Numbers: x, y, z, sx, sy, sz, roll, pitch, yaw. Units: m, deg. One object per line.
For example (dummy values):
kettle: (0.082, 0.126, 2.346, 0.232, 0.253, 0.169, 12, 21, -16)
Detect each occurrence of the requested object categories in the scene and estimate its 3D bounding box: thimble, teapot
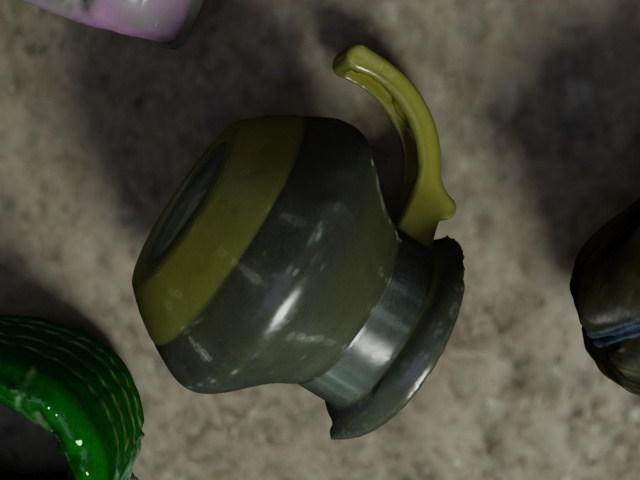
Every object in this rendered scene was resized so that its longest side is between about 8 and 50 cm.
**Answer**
thimble: (-0.150, 0.095, 0.579, 0.130, 0.090, 0.118, 22, 106, 2)
teapot: (0.000, 0.000, 0.525, 0.119, 0.130, 0.165, 33, 76, -16)

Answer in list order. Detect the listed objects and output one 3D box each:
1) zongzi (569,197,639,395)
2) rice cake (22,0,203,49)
zongzi: (0.204, -0.054, 0.480, 0.221, 0.112, 0.242, -5, 96, 11)
rice cake: (-0.233, -0.179, 0.531, 0.399, 0.064, 0.070, 21, 113, 3)
